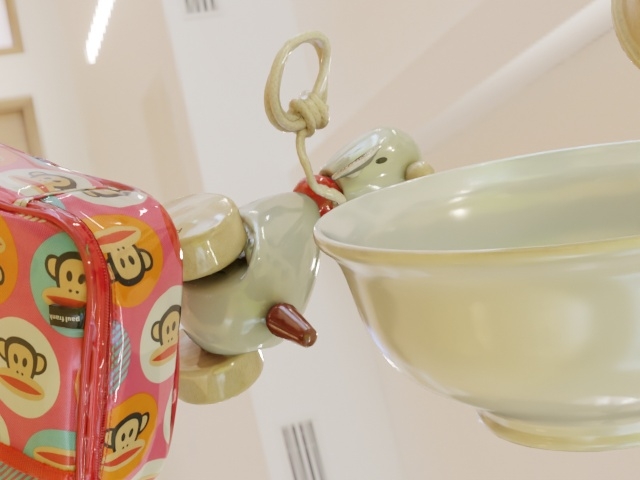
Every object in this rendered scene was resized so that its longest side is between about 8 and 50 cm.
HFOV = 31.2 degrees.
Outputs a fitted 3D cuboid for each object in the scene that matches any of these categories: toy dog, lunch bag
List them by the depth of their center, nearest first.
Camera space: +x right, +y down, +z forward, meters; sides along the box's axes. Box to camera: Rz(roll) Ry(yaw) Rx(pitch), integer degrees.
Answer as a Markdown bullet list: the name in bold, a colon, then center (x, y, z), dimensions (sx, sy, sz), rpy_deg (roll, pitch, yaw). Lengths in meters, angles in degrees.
- **lunch bag**: center (-0.234, 0.067, 0.794), dimensions (0.293, 0.120, 0.258), rpy_deg (17, -68, 29)
- **toy dog**: center (0.000, 0.000, 0.948), dimensions (0.161, 0.333, 0.220), rpy_deg (17, -29, 37)

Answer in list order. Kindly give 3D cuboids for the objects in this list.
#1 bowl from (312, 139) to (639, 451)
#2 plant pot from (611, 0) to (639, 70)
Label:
- **bowl**: center (0.152, 0.031, 0.654), dimensions (0.298, 0.298, 0.134), rpy_deg (-160, -122, -67)
- **plant pot**: center (0.478, -0.341, 1.163), dimensions (0.305, 0.334, 0.333), rpy_deg (75, -8, -57)
